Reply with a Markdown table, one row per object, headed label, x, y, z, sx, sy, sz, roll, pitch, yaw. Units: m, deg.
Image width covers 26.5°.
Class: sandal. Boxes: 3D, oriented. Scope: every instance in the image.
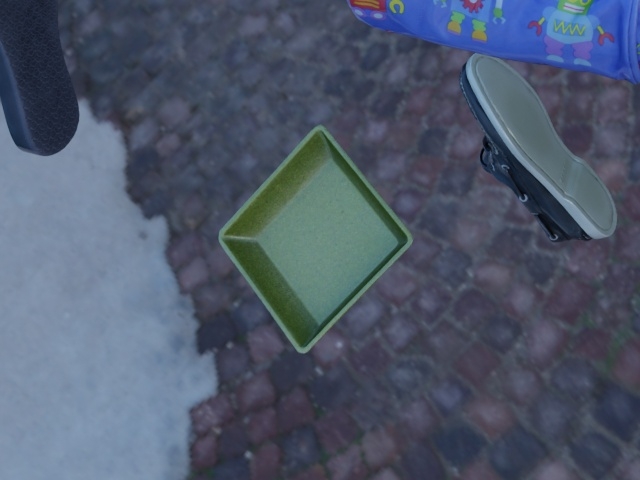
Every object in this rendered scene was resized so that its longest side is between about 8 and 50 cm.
| label | x | y | z | sx | sy | sz | roll | pitch | yaw |
| --- | --- | --- | --- | --- | --- | --- | --- | --- | --- |
| sandal | -0.276 | -0.192 | 1.207 | 0.054 | 0.255 | 0.097 | 16 | 35 | 28 |

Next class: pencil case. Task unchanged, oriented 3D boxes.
| label | x | y | z | sx | sy | sz | roll | pitch | yaw |
| --- | --- | --- | --- | --- | --- | --- | --- | --- | --- |
| pencil case | 0.168 | -0.234 | 1.227 | 0.306 | 0.133 | 0.119 | 17 | 33 | 23 |

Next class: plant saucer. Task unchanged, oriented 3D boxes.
| label | x | y | z | sx | sy | sz | roll | pitch | yaw |
| --- | --- | --- | --- | --- | --- | --- | --- | --- | --- |
| plant saucer | 0.000 | 0.000 | 1.527 | 0.188 | 0.045 | 0.188 | -46 | 62 | 18 |

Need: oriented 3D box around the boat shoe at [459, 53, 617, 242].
| label | x | y | z | sx | sy | sz | roll | pitch | yaw |
| --- | --- | --- | --- | --- | --- | --- | --- | --- | --- |
| boat shoe | 0.286 | -0.120 | 1.939 | 0.113 | 0.340 | 0.127 | -22 | 35 | 42 |
